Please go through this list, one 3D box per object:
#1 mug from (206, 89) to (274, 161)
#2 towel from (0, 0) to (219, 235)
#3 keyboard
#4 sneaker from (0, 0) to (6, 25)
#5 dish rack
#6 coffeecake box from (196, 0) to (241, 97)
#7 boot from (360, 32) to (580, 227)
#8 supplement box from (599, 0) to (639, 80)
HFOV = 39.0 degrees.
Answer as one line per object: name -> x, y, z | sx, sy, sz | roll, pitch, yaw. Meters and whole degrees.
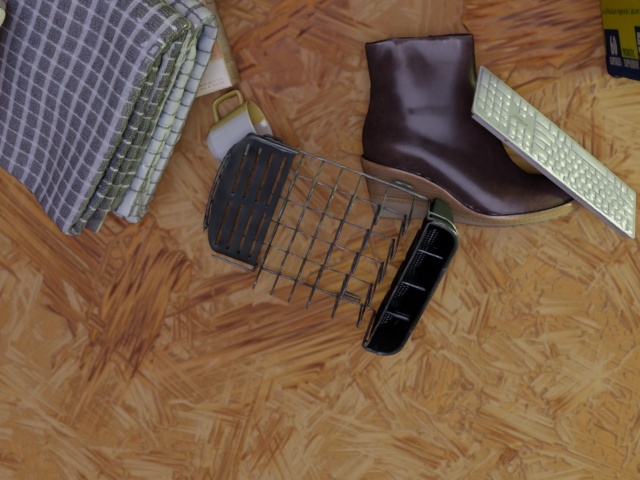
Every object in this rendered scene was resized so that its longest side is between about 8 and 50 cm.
mug -> -0.096, -0.125, 1.042 | 0.064, 0.078, 0.062 | -24, 134, 17
towel -> -0.261, -0.168, 0.932 | 0.235, 0.121, 0.283 | 36, 120, 10
keyboard -> 0.260, -0.094, 0.988 | 0.256, 0.072, 0.014 | 34, 146, -22
sneaker -> -0.379, -0.257, 0.770 | 0.130, 0.236, 0.322 | 21, 108, 31
dish rack -> 0.000, 0.000, 1.017 | 0.272, 0.074, 0.208 | 21, 128, -2
coffeecake box -> -0.188, -0.242, 1.004 | 0.142, 0.068, 0.185 | -16, 102, 8
boot -> 0.168, -0.123, 1.003 | 0.248, 0.090, 0.206 | 1, 106, 6
supplement box -> 0.381, -0.346, 0.885 | 0.195, 0.194, 0.356 | -9, 103, 5
